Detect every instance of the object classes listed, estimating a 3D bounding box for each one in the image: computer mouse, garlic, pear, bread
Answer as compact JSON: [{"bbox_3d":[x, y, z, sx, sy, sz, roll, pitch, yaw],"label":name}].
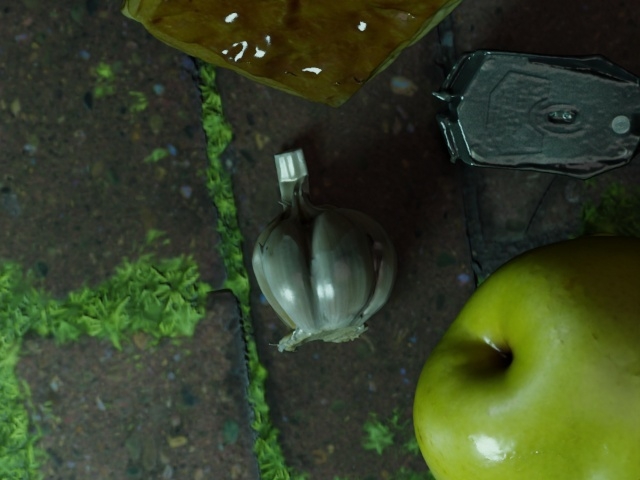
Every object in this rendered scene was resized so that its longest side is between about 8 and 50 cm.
[{"bbox_3d":[0.220,-0.129,1.659,0.231,0.071,0.126,2,103,-7],"label":"computer mouse"},{"bbox_3d":[0.000,0.000,1.569,0.131,0.127,0.194,-2,70,-14],"label":"garlic"},{"bbox_3d":[0.286,0.169,1.517,0.418,0.362,0.362,29,81,-30],"label":"pear"},{"bbox_3d":[-0.002,-0.287,1.495,0.277,0.324,0.167,21,49,-22],"label":"bread"}]

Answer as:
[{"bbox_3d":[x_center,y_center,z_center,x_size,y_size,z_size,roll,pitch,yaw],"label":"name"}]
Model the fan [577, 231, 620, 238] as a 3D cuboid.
[{"bbox_3d":[0.314,0.030,1.700,0.155,0.039,0.082,-4,90,-19],"label":"fan"}]
